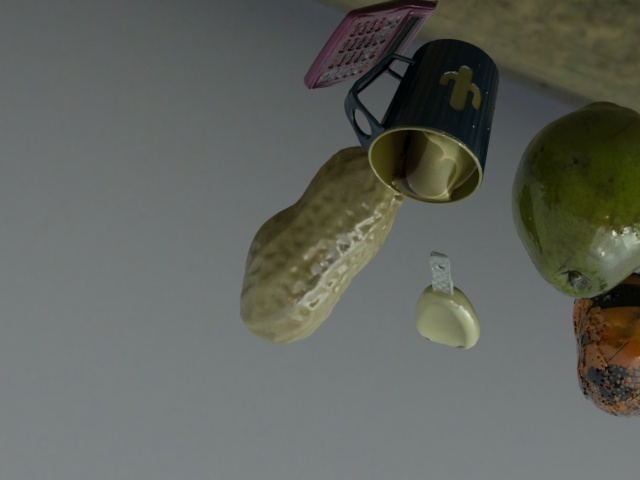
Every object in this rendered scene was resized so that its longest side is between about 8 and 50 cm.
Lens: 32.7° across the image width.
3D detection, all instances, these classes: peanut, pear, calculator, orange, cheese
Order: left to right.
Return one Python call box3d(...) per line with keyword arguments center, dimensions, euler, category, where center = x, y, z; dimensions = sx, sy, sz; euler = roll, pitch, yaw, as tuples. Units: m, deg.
box3d(center=(0.000, 0.000, 1.498), dimensions=(0.152, 0.313, 0.152), euler=(38, -178, -2), category="peanut")
box3d(center=(0.061, -0.247, 1.348), dimensions=(0.034, 0.127, 0.190), euler=(51, -142, 15), category="calculator")
box3d(center=(0.226, 0.104, 1.996), dimensions=(0.127, 0.054, 0.252), euler=(13, 144, 22), category="cheese")
box3d(center=(0.344, -0.054, 1.371), dimensions=(0.212, 0.269, 0.212), euler=(19, 148, 12), category="pear")
box3d(center=(0.484, 0.164, 1.713), dimensions=(0.182, 0.235, 0.234), euler=(-6, -167, 1), category="orange")

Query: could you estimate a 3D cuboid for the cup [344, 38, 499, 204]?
box3d(center=(0.119, -0.149, 1.250), dimensions=(0.176, 0.155, 0.131), euler=(27, 146, -7), category="cup")
